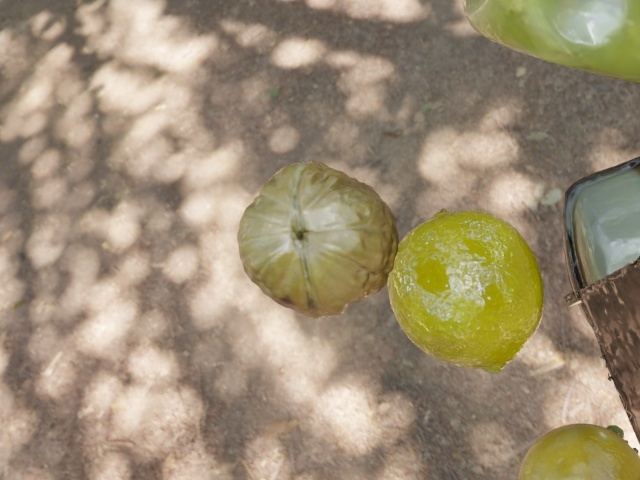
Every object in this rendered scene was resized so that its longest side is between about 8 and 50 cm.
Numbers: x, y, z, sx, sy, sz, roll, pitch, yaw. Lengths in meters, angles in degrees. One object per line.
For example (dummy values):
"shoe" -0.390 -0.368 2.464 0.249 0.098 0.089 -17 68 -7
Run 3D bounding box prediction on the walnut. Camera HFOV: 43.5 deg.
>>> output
"walnut" 0.000 0.000 0.791 0.156 0.184 0.155 -1 83 8

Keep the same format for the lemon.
"lemon" 0.171 0.060 0.943 0.178 0.178 0.203 -20 79 17

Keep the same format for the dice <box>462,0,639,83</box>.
"dice" 0.266 -0.279 0.707 0.227 0.238 0.233 12 23 -2

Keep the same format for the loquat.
"loquat" 0.342 0.313 1.020 0.204 0.172 0.149 -41 5 -33

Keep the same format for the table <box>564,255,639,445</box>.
"table" 0.307 0.073 0.555 0.173 0.193 0.169 -17 76 -7

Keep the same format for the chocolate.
"chocolate" 0.433 0.032 1.099 0.186 0.283 0.283 -22 48 11
